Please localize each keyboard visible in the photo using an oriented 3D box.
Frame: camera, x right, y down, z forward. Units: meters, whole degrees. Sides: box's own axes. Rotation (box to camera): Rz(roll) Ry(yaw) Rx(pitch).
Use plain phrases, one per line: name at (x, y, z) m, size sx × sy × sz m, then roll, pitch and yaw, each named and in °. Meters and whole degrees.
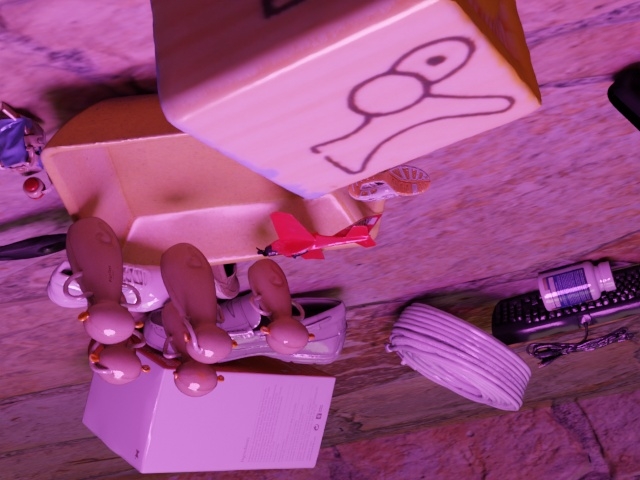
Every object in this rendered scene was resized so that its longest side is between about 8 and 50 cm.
keyboard at (0.446, 0.123, 1.600) m, size 0.317 × 0.201 × 0.033 m, roll -17°, pitch 121°, yaw 18°

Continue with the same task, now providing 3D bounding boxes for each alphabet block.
alphabet block at (0.015, -0.166, 0.650) m, size 0.197 × 0.194 × 0.192 m, roll -20°, pitch 158°, yaw 25°

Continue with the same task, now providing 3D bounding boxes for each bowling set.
bowling set at (-0.164, 0.111, 1.005) m, size 0.287 × 0.154 × 0.200 m, roll 12°, pitch 127°, yaw -33°

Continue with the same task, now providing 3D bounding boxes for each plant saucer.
plant saucer at (-0.096, -0.071, 0.998) m, size 0.332 × 0.081 × 0.333 m, roll -8°, pitch 158°, yaw -6°

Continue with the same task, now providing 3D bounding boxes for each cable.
cable at (0.242, 0.203, 1.634) m, size 0.257 × 0.089 × 0.257 m, roll 30°, pitch 168°, yaw 5°

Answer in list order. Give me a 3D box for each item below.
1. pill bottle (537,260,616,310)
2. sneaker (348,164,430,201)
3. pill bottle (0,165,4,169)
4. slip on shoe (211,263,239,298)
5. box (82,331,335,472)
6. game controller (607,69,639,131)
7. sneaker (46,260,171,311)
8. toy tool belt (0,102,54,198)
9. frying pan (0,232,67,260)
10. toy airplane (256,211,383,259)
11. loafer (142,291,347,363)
pill bottle at (0.434, 0.074, 1.592) m, size 0.120 × 0.067 × 0.067 m, roll -17°, pitch 157°, yaw 18°
sneaker at (0.069, -0.057, 0.959) m, size 0.083 × 0.032 × 0.037 m, roll -4°, pitch 172°, yaw -1°
pill bottle at (-0.348, -0.079, 0.919) m, size 0.083 × 0.043 × 0.043 m, roll -8°, pitch 158°, yaw -3°
slip on shoe at (-0.134, 0.043, 1.312) m, size 0.041 × 0.051 × 0.135 m, roll -12°, pitch 151°, yaw 13°
box at (-0.183, 0.267, 1.574) m, size 0.345 × 0.168 × 0.215 m, roll 10°, pitch -174°, yaw -40°
game controller at (0.410, -0.081, 0.911) m, size 0.166 × 0.319 × 0.067 m, roll -5°, pitch 126°, yaw -14°
sneaker at (-0.228, 0.048, 1.060) m, size 0.152 × 0.054 × 0.061 m, roll -1°, pitch 154°, yaw -19°
toy tool belt at (-0.282, -0.084, 0.884) m, size 0.052 × 0.083 × 0.051 m, roll -18°, pitch 161°, yaw -2°
frying pan at (-0.455, 0.017, 1.104) m, size 0.326 × 0.053 × 0.197 m, roll -26°, pitch 153°, yaw 37°
toy airplane at (0.000, 0.000, 1.066) m, size 0.151 × 0.028 × 0.151 m, roll -7°, pitch 157°, yaw -3°
loafer at (-0.116, 0.126, 1.477) m, size 0.319 × 0.112 × 0.112 m, roll 1°, pitch 119°, yaw -12°
